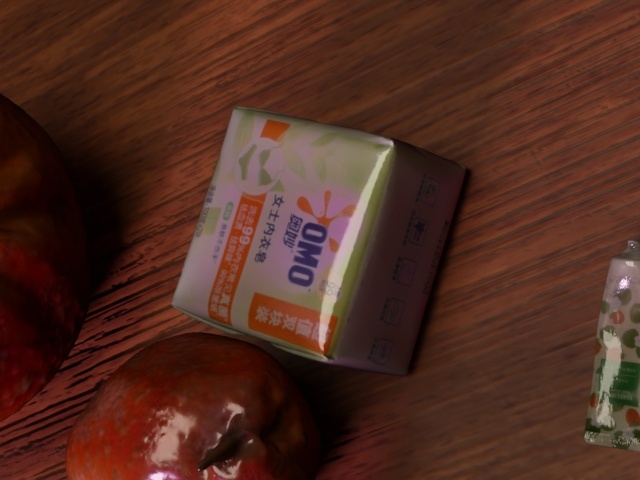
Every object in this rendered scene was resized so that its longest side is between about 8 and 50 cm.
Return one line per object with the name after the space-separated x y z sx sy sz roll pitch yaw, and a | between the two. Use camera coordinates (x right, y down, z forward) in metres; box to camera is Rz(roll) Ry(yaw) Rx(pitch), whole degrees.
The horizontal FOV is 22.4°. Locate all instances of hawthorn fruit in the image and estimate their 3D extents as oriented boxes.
-0.096 0.180 1.337 0.262 0.211 0.210 167 114 -72 | hawthorn fruit
-0.425 0.032 1.549 0.403 0.403 0.402 -9 74 32 | hawthorn fruit

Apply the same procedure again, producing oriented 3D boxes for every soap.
0.000 0.000 1.390 0.182 0.138 0.199 16 87 35 | soap

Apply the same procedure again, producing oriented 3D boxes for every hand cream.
0.241 0.082 1.277 0.057 0.037 0.165 5 87 35 | hand cream
